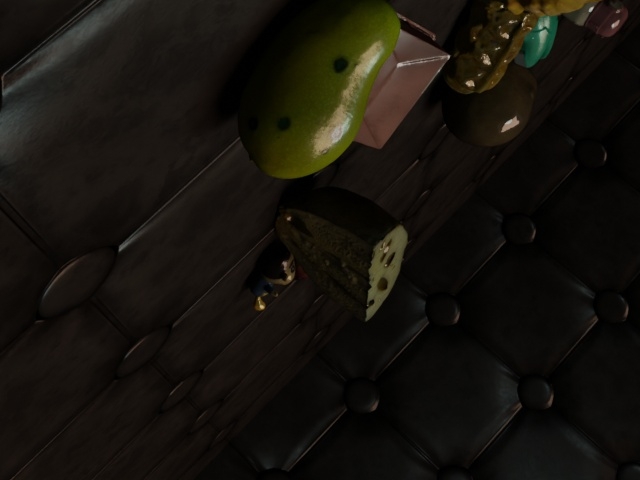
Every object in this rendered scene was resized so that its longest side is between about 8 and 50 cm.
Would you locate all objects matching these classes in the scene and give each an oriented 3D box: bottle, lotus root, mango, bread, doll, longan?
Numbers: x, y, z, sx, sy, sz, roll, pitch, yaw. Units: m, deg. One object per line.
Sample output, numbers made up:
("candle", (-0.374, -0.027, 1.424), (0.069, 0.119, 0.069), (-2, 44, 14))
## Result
("bottle", (0.605, -0.566, 1.979), (0.110, 0.233, 0.110), (-45, 166, -14))
("lotus root", (0.039, -0.004, 1.783), (0.149, 0.260, 0.267), (-42, 153, -30))
("mango", (-0.005, -0.219, 1.192), (0.293, 0.175, 0.143), (-54, -165, 14))
("bread", (0.361, -0.429, 1.830), (0.152, 0.130, 0.267), (7, 140, -18))
("doll", (-0.107, 0.080, 1.929), (0.089, 0.102, 0.179), (7, 138, -24))
("longan", (0.406, -0.331, 2.039), (0.215, 0.246, 0.246), (32, 103, -40))
("doll", (0.474, -0.530, 1.929), (0.195, 0.153, 0.258), (-6, 123, -44))

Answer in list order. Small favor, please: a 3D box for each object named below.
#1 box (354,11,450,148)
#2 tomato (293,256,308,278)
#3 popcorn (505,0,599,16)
("box", (0.069, -0.262, 1.344), (0.215, 0.086, 0.215), (11, 123, -49))
("tomato", (0.000, 0.000, 1.963), (0.189, 0.099, 0.173), (-34, -170, 19))
("popcorn", (0.404, -0.534, 1.290), (0.390, 0.344, 0.354), (-20, 116, -15))
